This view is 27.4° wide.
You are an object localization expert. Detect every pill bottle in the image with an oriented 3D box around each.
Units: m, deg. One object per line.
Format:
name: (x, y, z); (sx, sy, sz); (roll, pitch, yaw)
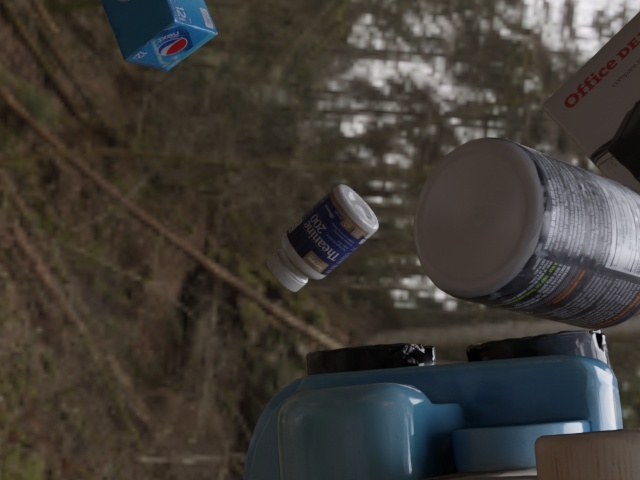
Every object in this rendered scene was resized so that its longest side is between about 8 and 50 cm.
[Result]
pill bottle: (0.201, 0.003, 1.092); (0.130, 0.246, 0.130); (-14, -110, 42)
pill bottle: (0.000, 0.000, 1.439); (0.120, 0.067, 0.067); (-42, -157, 16)

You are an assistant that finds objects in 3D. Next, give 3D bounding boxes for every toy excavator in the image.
toy excavator: (0.092, 0.168, 0.825); (0.445, 0.433, 0.222); (7, 77, -60)

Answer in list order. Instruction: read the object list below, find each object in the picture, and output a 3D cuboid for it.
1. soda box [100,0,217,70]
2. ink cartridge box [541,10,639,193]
soda box: (-0.180, -0.273, 1.267); (0.067, 0.071, 0.210); (6, 56, -57)
ink cartridge box: (0.461, -0.132, 1.640); (0.223, 0.129, 0.307); (-44, -130, 12)
